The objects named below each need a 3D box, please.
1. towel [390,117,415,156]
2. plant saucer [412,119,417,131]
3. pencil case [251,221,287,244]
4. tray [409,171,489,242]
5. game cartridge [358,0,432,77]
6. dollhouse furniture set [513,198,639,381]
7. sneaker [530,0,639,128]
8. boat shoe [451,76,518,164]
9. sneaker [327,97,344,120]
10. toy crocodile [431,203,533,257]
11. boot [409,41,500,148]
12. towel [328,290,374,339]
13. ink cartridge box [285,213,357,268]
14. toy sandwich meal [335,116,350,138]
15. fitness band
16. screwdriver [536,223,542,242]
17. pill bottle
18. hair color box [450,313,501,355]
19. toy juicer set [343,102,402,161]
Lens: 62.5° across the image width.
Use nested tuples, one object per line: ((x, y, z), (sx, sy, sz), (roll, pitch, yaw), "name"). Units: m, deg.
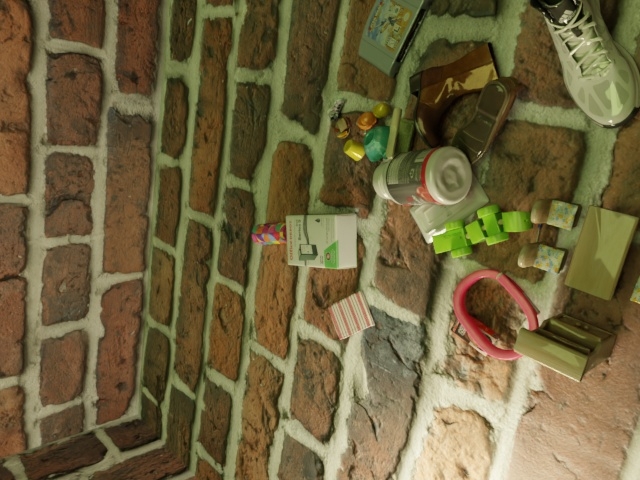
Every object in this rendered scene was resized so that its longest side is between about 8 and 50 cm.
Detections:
((0.279, -0.351, 1.839), (0.110, 0.027, 0.148), (28, 115, 46), "towel")
((0.349, -0.404, 1.781), (0.083, 0.013, 0.083), (7, 100, 44), "plant saucer")
((-0.196, -0.032, 2.307), (0.236, 0.104, 0.104), (-3, 92, 43), "pencil case")
((0.411, -0.115, 1.738), (0.270, 0.030, 0.145), (-41, 67, 39), "tray")
((0.248, -0.743, 1.823), (0.198, 0.062, 0.297), (43, 122, 29), "game cartridge")
((0.673, 0.116, 1.341), (0.362, 0.256, 0.394), (24, 111, 41), "dollhouse furniture set")
((0.633, -0.491, 1.319), (0.169, 0.257, 0.447), (-27, 75, 43), "sneaker")
((0.498, -0.345, 1.580), (0.111, 0.104, 0.307), (48, 142, 20), "boat shoe")
((0.065, -0.496, 2.032), (0.098, 0.038, 0.069), (-41, 54, 50), "sneaker")
((0.487, -0.026, 1.633), (0.340, 0.105, 0.115), (-26, 76, 48), "toy crocodile")
((0.433, -0.445, 1.656), (0.280, 0.096, 0.264), (-12, 76, 35), "boot")
((0.121, 0.294, 2.072), (0.197, 0.029, 0.144), (-33, 71, 39), "towel")
((0.000, 0.000, 2.093), (0.289, 0.121, 0.211), (1, 94, 45), "ink cartridge box")
((0.082, -0.434, 2.033), (0.085, 0.029, 0.085), (6, 98, 44), "toy sandwich meal")
((0.531, 0.221, 1.602), (0.209, 0.054, 0.291), (-47, 57, 22), "fitness band")
((0.633, -0.023, 1.538), (0.025, 0.024, 0.170), (-124, 37, -64), "screwdriver")
((0.314, -0.202, 1.704), (0.318, 0.176, 0.176), (6, 98, 59), "pill bottle")
((0.494, 0.296, 1.687), (0.141, 0.043, 0.072), (36, 117, 36), "hair color box")
((0.216, -0.373, 1.833), (0.329, 0.089, 0.209), (23, 90, 63), "toy juicer set")
